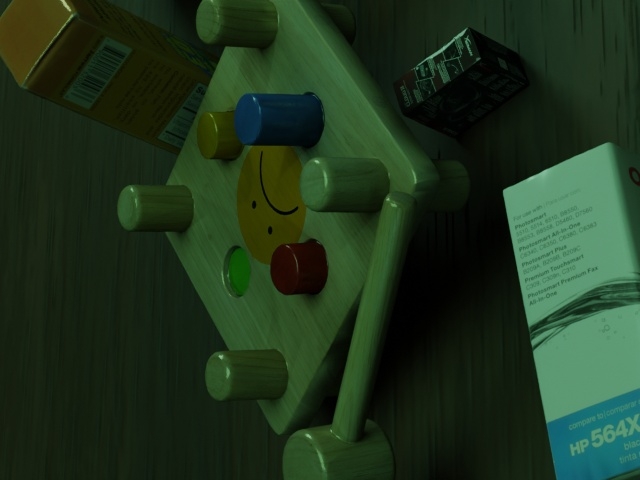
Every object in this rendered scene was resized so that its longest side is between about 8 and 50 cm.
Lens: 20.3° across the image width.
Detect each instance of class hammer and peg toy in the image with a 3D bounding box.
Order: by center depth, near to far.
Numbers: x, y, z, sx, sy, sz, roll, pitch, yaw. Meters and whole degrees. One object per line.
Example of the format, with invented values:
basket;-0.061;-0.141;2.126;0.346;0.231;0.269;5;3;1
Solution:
hammer and peg toy;0.000;0.000;1.263;0.361;0.127;0.266;57;134;38

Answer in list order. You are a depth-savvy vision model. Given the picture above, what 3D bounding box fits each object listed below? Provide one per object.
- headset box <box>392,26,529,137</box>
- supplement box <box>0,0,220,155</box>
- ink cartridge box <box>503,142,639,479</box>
headset box;0.099;-0.111;1.297;0.083;0.062;0.032;-35;55;30
supplement box;-0.141;-0.127;1.403;0.080;0.233;0.078;-50;48;13
ink cartridge box;0.200;0.059;1.086;0.086;0.148;0.203;-26;60;35
